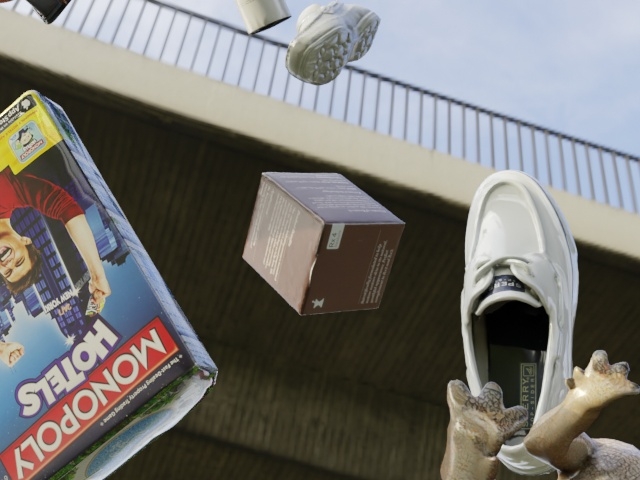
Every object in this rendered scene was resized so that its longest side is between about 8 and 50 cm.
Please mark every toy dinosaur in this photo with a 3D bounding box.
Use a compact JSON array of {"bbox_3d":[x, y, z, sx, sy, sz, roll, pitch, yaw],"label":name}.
[{"bbox_3d":[0.115,0.169,0.441,0.296,0.127,0.200,-11,-46,-16],"label":"toy dinosaur"}]

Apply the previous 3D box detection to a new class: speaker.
[{"bbox_3d":[-0.083,-0.303,1.029,0.055,0.055,0.136,-20,-82,27],"label":"speaker"}]

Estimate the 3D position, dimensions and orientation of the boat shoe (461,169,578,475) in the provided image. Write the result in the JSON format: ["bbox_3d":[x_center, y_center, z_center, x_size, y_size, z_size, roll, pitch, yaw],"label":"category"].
[{"bbox_3d":[0.157,0.050,0.723,0.095,0.258,0.084,-14,-27,20],"label":"boat shoe"}]

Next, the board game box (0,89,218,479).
[{"bbox_3d":[-0.135,0.073,0.391,0.194,0.194,0.060,-38,-20,10],"label":"board game box"}]

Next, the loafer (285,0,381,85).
[{"bbox_3d":[0.003,-0.342,1.550,0.111,0.319,0.112,26,-63,10],"label":"loafer"}]

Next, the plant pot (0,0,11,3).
[{"bbox_3d":[-0.608,-0.461,1.440,0.265,0.272,0.272,-12,-42,46],"label":"plant pot"}]

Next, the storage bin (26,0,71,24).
[{"bbox_3d":[-0.464,-0.450,1.552,0.135,0.098,0.091,-49,-43,7],"label":"storage bin"}]

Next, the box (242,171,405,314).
[{"bbox_3d":[0.000,0.000,1.532,0.167,0.203,0.168,-2,-62,-36],"label":"box"}]
